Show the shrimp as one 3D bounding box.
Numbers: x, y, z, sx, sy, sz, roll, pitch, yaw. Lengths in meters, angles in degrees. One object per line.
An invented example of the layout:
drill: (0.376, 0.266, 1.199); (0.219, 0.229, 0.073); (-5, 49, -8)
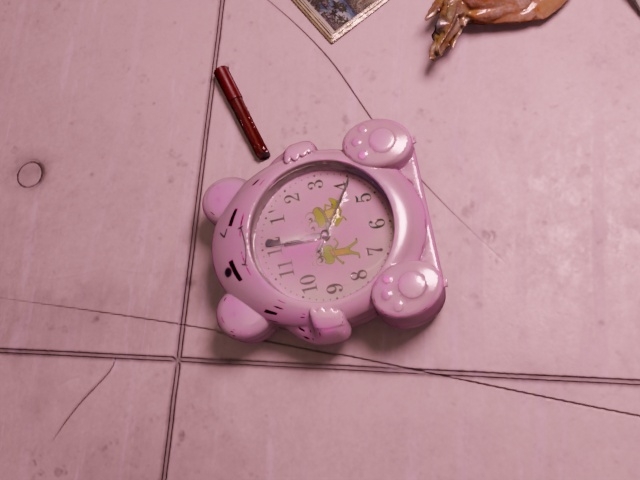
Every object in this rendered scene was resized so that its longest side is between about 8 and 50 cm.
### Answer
shrimp: (0.278, -0.376, 1.162); (0.168, 0.077, 0.317); (35, 81, 16)

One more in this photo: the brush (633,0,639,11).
brush: (0.475, -0.386, 1.117); (0.060, 0.068, 0.296); (-31, 78, -16)

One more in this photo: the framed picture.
framed picture: (0.020, -0.425, 1.262); (0.142, 0.011, 0.183); (-38, 70, -1)

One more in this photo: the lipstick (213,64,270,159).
lipstick: (-0.125, -0.201, 1.220); (0.027, 0.027, 0.176); (-27, 71, 3)

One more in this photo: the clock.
clock: (0.000, 0.000, 1.088); (0.322, 0.113, 0.295); (-13, 72, 9)
